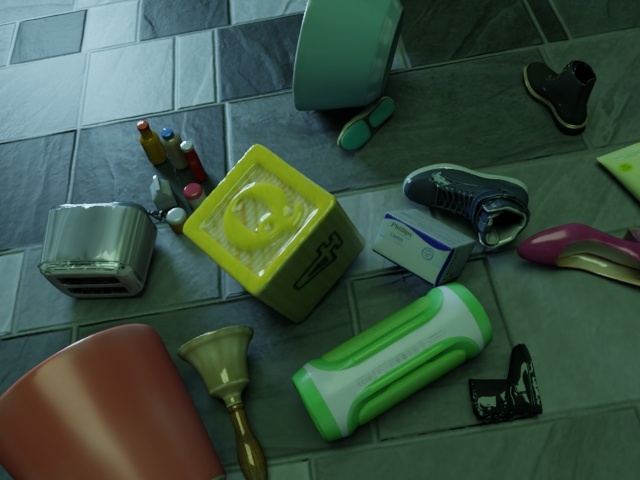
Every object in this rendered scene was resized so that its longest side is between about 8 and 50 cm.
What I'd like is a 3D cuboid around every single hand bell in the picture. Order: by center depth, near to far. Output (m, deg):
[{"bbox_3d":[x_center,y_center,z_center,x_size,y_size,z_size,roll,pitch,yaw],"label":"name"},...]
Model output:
[{"bbox_3d":[-0.129,0.268,0.937,0.126,0.126,0.242,-19,69,-4],"label":"hand bell"}]

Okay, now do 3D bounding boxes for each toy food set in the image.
[{"bbox_3d":[-0.291,-0.137,1.207,0.111,0.104,0.232,-18,56,-4],"label":"toy food set"}]

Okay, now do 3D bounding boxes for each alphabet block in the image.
[{"bbox_3d":[-0.069,-0.006,1.010,0.192,0.197,0.193,36,84,28],"label":"alphabet block"}]

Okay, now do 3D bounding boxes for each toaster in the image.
[{"bbox_3d":[-0.396,0.018,1.110,0.227,0.129,0.146,-1,61,5],"label":"toaster"}]

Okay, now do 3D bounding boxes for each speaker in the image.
[{"bbox_3d":[0.109,0.181,0.928,0.296,0.131,0.131,-29,58,-11],"label":"speaker"}]

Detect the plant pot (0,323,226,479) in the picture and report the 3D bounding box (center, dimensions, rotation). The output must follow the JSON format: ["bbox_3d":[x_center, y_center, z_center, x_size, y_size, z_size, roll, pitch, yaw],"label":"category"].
[{"bbox_3d":[-0.278,0.294,0.844,0.275,0.275,0.243,-36,70,-15],"label":"plant pot"}]

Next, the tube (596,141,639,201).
[{"bbox_3d":[0.596,-0.083,1.077,0.070,0.062,0.240,11,42,-34],"label":"tube"}]

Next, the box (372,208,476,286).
[{"bbox_3d":[0.175,0.008,1.023,0.126,0.137,0.072,31,109,25],"label":"box"}]

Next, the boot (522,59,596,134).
[{"bbox_3d":[0.476,-0.324,1.201,0.077,0.137,0.198,-22,56,-6],"label":"boot"}]

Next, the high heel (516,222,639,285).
[{"bbox_3d":[0.454,0.038,1.002,0.244,0.082,0.117,1,46,-6],"label":"high heel"}]

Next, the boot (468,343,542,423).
[{"bbox_3d":[0.277,0.218,0.932,0.099,0.045,0.121,-7,57,7],"label":"boot"}]

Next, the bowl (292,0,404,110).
[{"bbox_3d":[0.067,-0.394,1.218,0.163,0.311,0.311,16,60,6],"label":"bowl"}]

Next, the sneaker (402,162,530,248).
[{"bbox_3d":[0.250,-0.062,1.062,0.226,0.086,0.163,6,32,12],"label":"sneaker"}]

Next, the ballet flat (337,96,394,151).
[{"bbox_3d":[0.087,-0.238,1.261,0.168,0.057,0.052,-41,31,-22],"label":"ballet flat"}]
